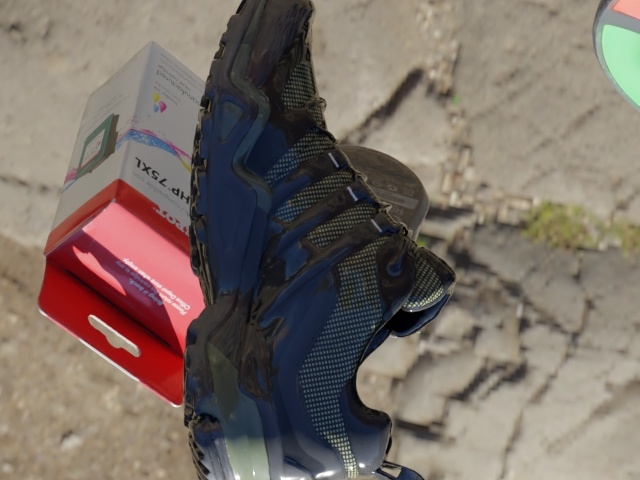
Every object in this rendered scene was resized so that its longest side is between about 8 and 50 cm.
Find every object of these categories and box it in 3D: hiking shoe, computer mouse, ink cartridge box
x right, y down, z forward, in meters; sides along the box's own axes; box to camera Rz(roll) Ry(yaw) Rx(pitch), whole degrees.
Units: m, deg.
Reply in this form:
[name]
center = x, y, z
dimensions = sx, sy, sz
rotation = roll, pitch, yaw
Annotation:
[hiking shoe]
center = 0.000, 0.000, 0.792
dimensions = 0.114, 0.227, 0.086
rotation = 4, 167, -6
[computer mouse]
center = 0.013, 0.005, 1.549
dimensions = 0.188, 0.272, 0.072
rotation = 19, 120, 5
[ink cartridge box]
center = -0.107, -0.014, 1.262
dimensions = 0.134, 0.231, 0.078
rotation = 38, 124, -25

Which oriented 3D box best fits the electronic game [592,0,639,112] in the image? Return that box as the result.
[electronic game]
center = 0.285, -0.114, 1.161
dimensions = 0.229, 0.048, 0.229
rotation = 16, 156, 8
